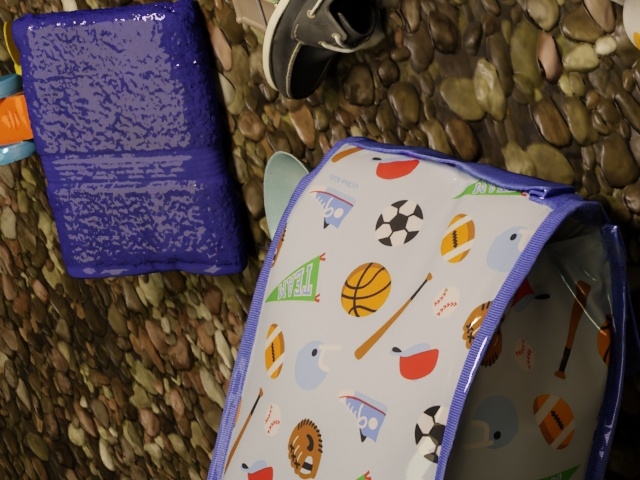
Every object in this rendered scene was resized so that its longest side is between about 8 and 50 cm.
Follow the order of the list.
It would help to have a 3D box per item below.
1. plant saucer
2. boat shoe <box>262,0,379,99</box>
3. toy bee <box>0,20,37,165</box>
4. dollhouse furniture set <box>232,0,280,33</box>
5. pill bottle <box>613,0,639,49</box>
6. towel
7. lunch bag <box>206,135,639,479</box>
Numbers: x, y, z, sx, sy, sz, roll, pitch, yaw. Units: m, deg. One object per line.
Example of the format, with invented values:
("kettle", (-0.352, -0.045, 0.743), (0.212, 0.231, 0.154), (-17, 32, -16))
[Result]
("plant saucer", (0.000, 0.000, 1.945), (0.195, 0.037, 0.195), (163, 90, -71))
("boat shoe", (0.009, -0.203, 1.782), (0.079, 0.084, 0.233), (51, 141, 21))
("toy bee", (-0.359, -0.164, 2.284), (0.298, 0.162, 0.195), (12, 116, 21))
("dollhouse furniture set", (-0.054, -0.267, 1.883), (0.076, 0.058, 0.152), (28, 152, 33))
("pill bottle", (0.292, -0.159, 1.391), (0.208, 0.117, 0.118), (45, 142, 27))
("towel", (-0.201, -0.108, 2.104), (0.227, 0.076, 0.308), (-1, 113, 23))
("lunch bag", (0.097, 0.117, 1.725), (0.328, 0.239, 0.386), (18, 99, 50))
